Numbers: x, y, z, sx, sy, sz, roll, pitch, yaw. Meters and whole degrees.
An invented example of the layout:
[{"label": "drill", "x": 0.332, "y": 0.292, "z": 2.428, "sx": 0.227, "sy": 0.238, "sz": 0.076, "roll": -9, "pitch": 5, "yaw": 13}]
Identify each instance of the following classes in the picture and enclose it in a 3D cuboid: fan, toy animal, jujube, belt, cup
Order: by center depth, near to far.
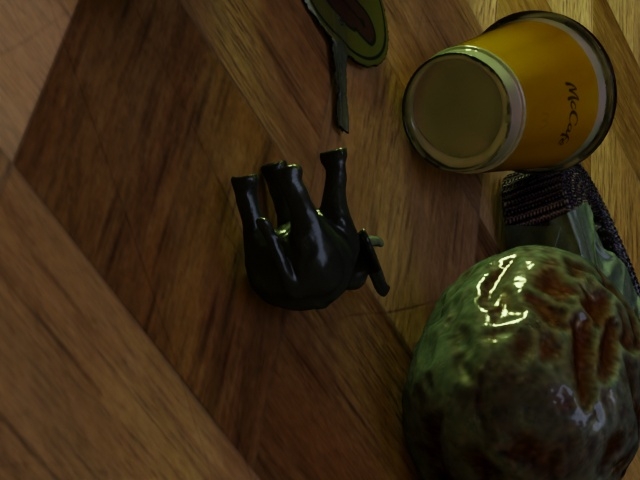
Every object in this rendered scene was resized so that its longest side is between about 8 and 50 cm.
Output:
[{"label": "toy animal", "x": -0.001, "y": -0.009, "z": 1.493, "sx": 0.269, "sy": 0.082, "sz": 0.137, "roll": -4, "pitch": 80, "yaw": -70}, {"label": "jujube", "x": 0.203, "y": 0.147, "z": 1.661, "sx": 0.246, "sy": 0.215, "sz": 0.308, "roll": 55, "pitch": 30, "yaw": -33}, {"label": "fan", "x": 0.017, "y": -0.249, "z": 1.782, "sx": 0.229, "sy": 0.011, "sz": 0.335, "roll": 40, "pitch": 39, "yaw": -49}, {"label": "cup", "x": 0.211, "y": -0.159, "z": 1.950, "sx": 0.280, "sy": 0.196, "sz": 0.196, "roll": -18, "pitch": 90, "yaw": -60}, {"label": "belt", "x": 0.326, "y": 0.054, "z": 2.123, "sx": 0.324, "sy": 0.122, "sz": 0.260, "roll": 66, "pitch": 20, "yaw": -12}]
